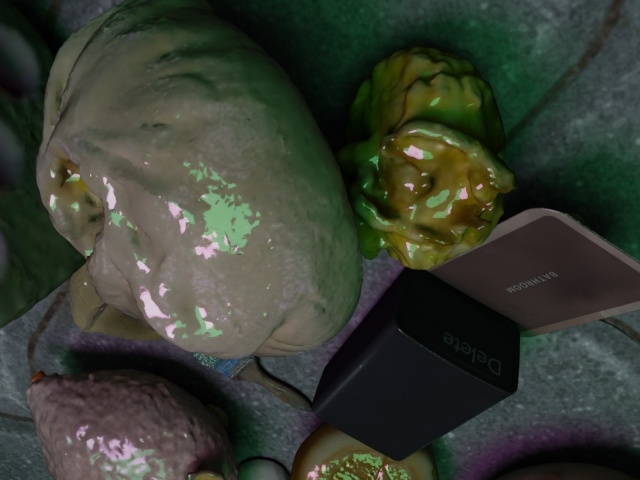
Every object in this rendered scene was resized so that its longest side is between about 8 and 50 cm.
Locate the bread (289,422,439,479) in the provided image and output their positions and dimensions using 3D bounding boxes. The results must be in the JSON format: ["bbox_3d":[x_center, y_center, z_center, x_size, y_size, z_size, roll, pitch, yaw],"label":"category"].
[{"bbox_3d":[0.060,0.350,0.986,0.214,0.105,0.213,0,87,-6],"label":"bread"}]

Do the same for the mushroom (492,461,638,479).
[{"bbox_3d":[0.334,0.480,0.917,0.363,0.294,0.362,6,113,14],"label":"mushroom"}]

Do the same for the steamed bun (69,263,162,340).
[{"bbox_3d":[-0.234,0.062,0.878,0.231,0.110,0.212,43,120,-14],"label":"steamed bun"}]

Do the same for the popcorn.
[{"bbox_3d":[0.094,-0.075,0.674,0.170,0.189,0.218,0,124,8],"label":"popcorn"}]

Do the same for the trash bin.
[{"bbox_3d":[0.109,0.166,0.864,0.165,0.115,0.225,30,130,-8],"label":"trash bin"}]

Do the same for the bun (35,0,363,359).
[{"bbox_3d":[-0.128,-0.031,0.650,0.365,0.219,0.365,44,152,32],"label":"bun"}]

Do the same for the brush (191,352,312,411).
[{"bbox_3d":[-0.089,0.194,0.986,0.196,0.021,0.070,35,124,-13],"label":"brush"}]

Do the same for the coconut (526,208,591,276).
[{"bbox_3d":[0.259,0.006,0.763,0.082,0.083,0.081,-45,142,12],"label":"coconut"}]

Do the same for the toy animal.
[{"bbox_3d":[-0.252,0.295,0.985,0.226,0.188,0.358,-41,107,19],"label":"toy animal"}]

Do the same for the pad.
[{"bbox_3d":[0.228,0.046,0.756,0.176,0.002,0.266,31,155,-10],"label":"pad"}]

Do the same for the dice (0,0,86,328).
[{"bbox_3d":[-0.442,-0.062,0.696,0.322,0.330,0.318,-8,113,20],"label":"dice"}]

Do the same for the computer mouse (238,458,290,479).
[{"bbox_3d":[-0.068,0.426,1.115,0.089,0.056,0.181,-24,116,29],"label":"computer mouse"}]
